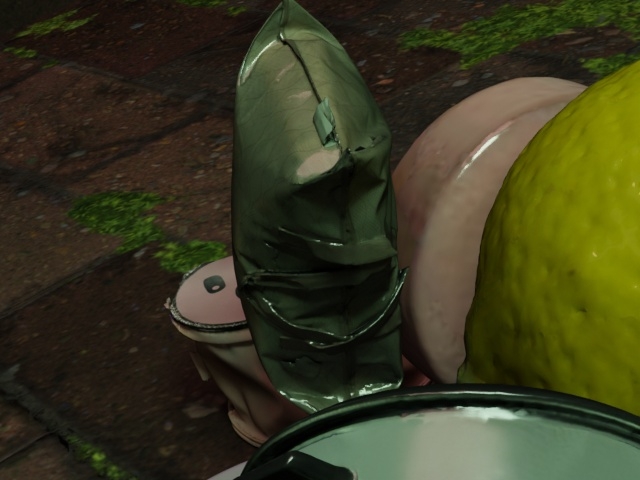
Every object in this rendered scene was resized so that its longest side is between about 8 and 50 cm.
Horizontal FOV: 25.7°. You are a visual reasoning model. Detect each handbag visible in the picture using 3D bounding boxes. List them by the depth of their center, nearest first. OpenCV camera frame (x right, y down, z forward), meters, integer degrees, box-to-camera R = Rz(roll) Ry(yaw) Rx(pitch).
[{"bbox_3d":[0.000,0.000,0.886,0.117,0.270,0.182,-12,45,-11],"label":"handbag"},{"bbox_3d":[-0.006,0.067,1.120,0.205,0.116,0.179,-24,25,-10],"label":"handbag"}]

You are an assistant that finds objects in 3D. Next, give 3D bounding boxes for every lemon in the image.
[{"bbox_3d":[0.254,0.032,0.800,0.336,0.336,0.336,-14,26,7],"label":"lemon"}]

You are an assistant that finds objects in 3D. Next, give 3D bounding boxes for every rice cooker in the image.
[{"bbox_3d":[0.072,0.185,0.652,0.241,0.280,0.227,-33,39,41],"label":"rice cooker"}]

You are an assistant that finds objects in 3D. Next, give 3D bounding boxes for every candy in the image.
[{"bbox_3d":[0.162,0.007,0.996,0.255,0.255,0.094,-26,26,-16],"label":"candy"}]

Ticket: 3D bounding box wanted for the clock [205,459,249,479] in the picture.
[{"bbox_3d":[-0.014,0.213,0.870,0.248,0.090,0.227,-23,26,-14],"label":"clock"}]
